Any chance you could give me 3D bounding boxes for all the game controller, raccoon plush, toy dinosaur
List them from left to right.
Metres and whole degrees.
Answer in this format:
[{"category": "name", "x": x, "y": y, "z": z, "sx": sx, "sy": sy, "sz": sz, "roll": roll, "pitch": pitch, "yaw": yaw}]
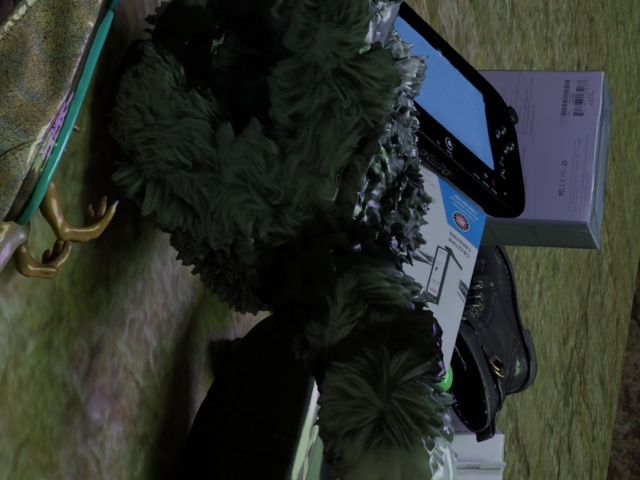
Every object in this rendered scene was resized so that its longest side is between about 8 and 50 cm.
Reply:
[{"category": "toy dinosaur", "x": -0.185, "y": -0.012, "z": 0.882, "sx": 0.112, "sy": 0.064, "sz": 0.211, "roll": 32, "pitch": 55, "yaw": -38}, {"category": "raccoon plush", "x": 0.000, "y": 0.000, "z": 1.109, "sx": 0.299, "sy": 0.216, "sz": 0.446, "roll": 29, "pitch": 53, "yaw": -71}, {"category": "game controller", "x": 0.109, "y": -0.143, "z": 1.495, "sx": 0.319, "sy": 0.067, "sz": 0.166, "roll": 35, "pitch": 32, "yaw": -43}]

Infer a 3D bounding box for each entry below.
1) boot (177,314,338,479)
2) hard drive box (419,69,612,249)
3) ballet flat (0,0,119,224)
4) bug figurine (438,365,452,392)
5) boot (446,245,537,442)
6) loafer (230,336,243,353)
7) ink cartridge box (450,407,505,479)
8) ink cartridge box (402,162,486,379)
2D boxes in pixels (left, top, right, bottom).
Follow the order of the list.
[{"category": "boot", "x": 0.028, "y": 0.261, "z": 1.197, "sx": 0.284, "sy": 0.138, "sz": 0.377, "roll": 15, "pitch": 80, "yaw": -37}, {"category": "hard drive box", "x": 0.196, "y": -0.091, "z": 1.673, "sx": 0.089, "sy": 0.232, "sz": 0.181, "roll": 47, "pitch": 49, "yaw": -65}, {"category": "ballet flat", "x": -0.153, "y": -0.156, "z": 0.855, "sx": 0.107, "sy": 0.106, "sz": 0.316, "roll": -46, "pitch": -160, "yaw": 54}, {"category": "bug figurine", "x": 0.068, "y": 0.226, "z": 1.538, "sx": 0.279, "sy": 0.072, "sz": 0.216, "roll": -14, "pitch": 125, "yaw": -69}, {"category": "boot", "x": 0.164, "y": 0.085, "z": 1.713, "sx": 0.263, "sy": 0.091, "sz": 0.229, "roll": 65, "pitch": 21, "yaw": 6}, {"category": "loafer", "x": -0.012, "y": 0.143, "z": 1.314, "sx": 0.251, "sy": 0.094, "sz": 0.087, "roll": 47, "pitch": 45, "yaw": -64}, {"category": "ink cartridge box", "x": 0.148, "y": 0.249, "z": 1.709, "sx": 0.143, "sy": 0.092, "sz": 0.090, "roll": -137, "pitch": -132, "yaw": -78}, {"category": "ink cartridge box", "x": 0.064, "y": 0.027, "z": 1.439, "sx": 0.148, "sy": 0.086, "sz": 0.203, "roll": 37, "pitch": 48, "yaw": -24}]
